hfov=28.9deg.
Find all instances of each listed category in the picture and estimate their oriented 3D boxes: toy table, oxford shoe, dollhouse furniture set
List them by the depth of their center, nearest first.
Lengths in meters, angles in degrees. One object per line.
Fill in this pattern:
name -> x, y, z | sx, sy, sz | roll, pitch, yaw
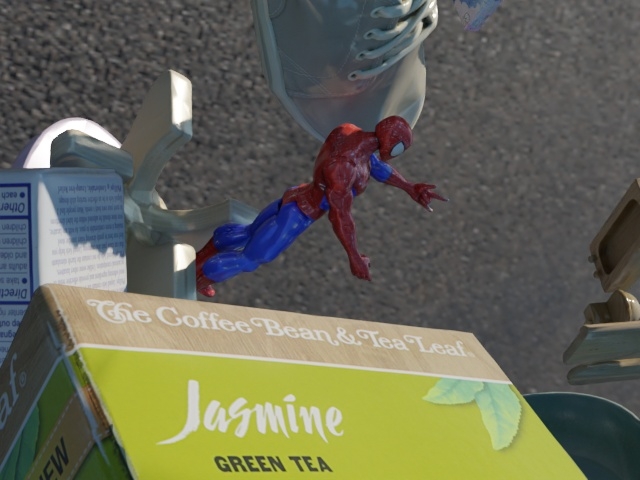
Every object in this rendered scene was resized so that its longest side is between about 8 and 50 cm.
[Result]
oxford shoe -> 0.033, -0.200, 1.029 | 0.169, 0.130, 0.449 | -49, 152, -17
dollhouse furniture set -> 0.234, 0.037, 1.030 | 0.123, 0.151, 0.144 | -4, 151, -13
toy table -> -0.178, -0.014, 1.150 | 0.252, 0.161, 0.274 | 10, 61, -49

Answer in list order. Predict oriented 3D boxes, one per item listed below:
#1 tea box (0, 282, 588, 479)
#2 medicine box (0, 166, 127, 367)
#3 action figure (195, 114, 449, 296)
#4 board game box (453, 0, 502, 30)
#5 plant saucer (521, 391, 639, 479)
tea box -> -0.021, 0.246, 0.443 | 0.220, 0.323, 0.329 | 10, 121, -38
medicine box -> -0.298, 0.090, 0.970 | 0.149, 0.264, 0.289 | -12, 101, -74
action figure -> 0.000, 0.000, 1.090 | 0.139, 0.280, 0.091 | 38, 33, -18
board game box -> 0.154, -0.265, 1.197 | 0.020, 0.090, 0.090 | -3, 152, -29
plant saucer -> 0.068, 0.204, 0.775 | 0.317, 0.318, 0.043 | -41, 108, -35
